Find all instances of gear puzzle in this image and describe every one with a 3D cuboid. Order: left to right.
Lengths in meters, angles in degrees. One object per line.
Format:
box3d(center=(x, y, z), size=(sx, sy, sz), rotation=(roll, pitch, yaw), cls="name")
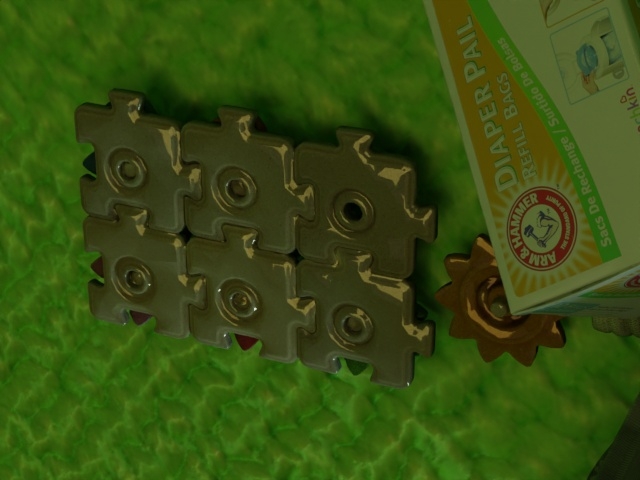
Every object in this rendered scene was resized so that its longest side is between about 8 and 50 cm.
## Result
box3d(center=(0.000, 0.000, 0.987), size=(0.339, 0.044, 0.175), rotation=(11, 118, 23), cls="gear puzzle")

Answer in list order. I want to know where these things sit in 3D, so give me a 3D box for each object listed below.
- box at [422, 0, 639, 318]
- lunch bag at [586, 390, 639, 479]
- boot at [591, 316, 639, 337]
box3d(center=(0.137, -0.071, 0.764), size=(0.103, 0.114, 0.203), rotation=(-26, 72, 38), cls="box")
box3d(center=(0.241, 0.212, 0.863), size=(0.235, 0.169, 0.287), rotation=(27, 149, 15), cls="lunch bag")
box3d(center=(0.221, -0.024, 0.817), size=(0.165, 0.077, 0.213), rotation=(16, 123, 26), cls="boot")
